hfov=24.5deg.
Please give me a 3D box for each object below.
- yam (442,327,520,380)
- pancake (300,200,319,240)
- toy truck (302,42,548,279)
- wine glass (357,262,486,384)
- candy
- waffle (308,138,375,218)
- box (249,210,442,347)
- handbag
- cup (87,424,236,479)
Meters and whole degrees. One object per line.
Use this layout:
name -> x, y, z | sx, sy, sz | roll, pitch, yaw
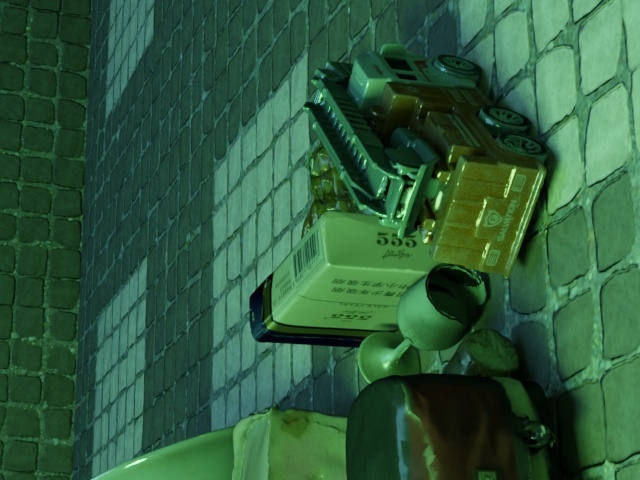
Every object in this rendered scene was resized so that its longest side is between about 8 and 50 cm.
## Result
yam -> 0.110, 0.238, 1.519 | 0.083, 0.083, 0.372 | -103, 26, -44
pancake -> 0.001, 0.000, 1.986 | 0.151, 0.025, 0.152 | -173, 90, -70
toy truck -> 0.092, -0.102, 1.512 | 0.338, 0.184, 0.133 | -117, 39, -57
wine glass -> 0.107, 0.093, 1.570 | 0.195, 0.079, 0.079 | 125, 145, -57
candy -> -0.032, 0.302, 1.818 | 0.185, 0.137, 0.195 | 144, 131, -65
waffle -> 0.040, -0.092, 1.836 | 0.223, 0.054, 0.204 | 62, 140, 47
box -> 0.036, 0.050, 1.656 | 0.259, 0.168, 0.071 | 136, 135, -60
handbag -> 0.131, 0.240, 1.300 | 0.181, 0.181, 0.254 | 130, 140, -57
cup -> -0.176, 0.383, 1.994 | 0.163, 0.347, 0.347 | 68, 152, 15
